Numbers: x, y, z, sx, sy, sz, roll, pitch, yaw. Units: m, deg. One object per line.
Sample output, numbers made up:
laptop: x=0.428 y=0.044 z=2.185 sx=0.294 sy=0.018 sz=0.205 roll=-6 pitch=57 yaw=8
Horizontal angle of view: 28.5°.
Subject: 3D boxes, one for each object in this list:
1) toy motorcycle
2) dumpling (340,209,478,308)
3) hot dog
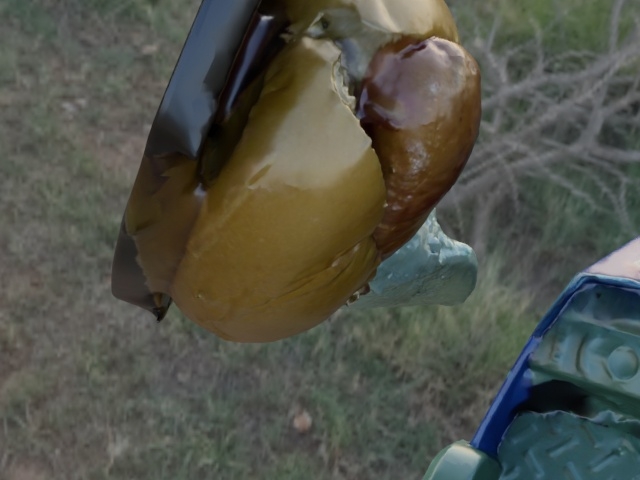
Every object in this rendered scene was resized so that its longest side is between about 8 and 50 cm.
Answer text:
toy motorcycle: x=0.167 y=0.121 z=0.717 sx=0.191 sy=0.200 sz=0.326 roll=16 pitch=75 yaw=28
dumpling: x=0.001 y=0.004 z=0.853 sx=0.219 sy=0.152 sz=0.108 roll=29 pitch=30 yaw=-12
hot dog: x=-0.006 y=-0.042 z=0.540 sx=0.107 sy=0.194 sz=0.326 roll=22 pitch=-1 yaw=-5
